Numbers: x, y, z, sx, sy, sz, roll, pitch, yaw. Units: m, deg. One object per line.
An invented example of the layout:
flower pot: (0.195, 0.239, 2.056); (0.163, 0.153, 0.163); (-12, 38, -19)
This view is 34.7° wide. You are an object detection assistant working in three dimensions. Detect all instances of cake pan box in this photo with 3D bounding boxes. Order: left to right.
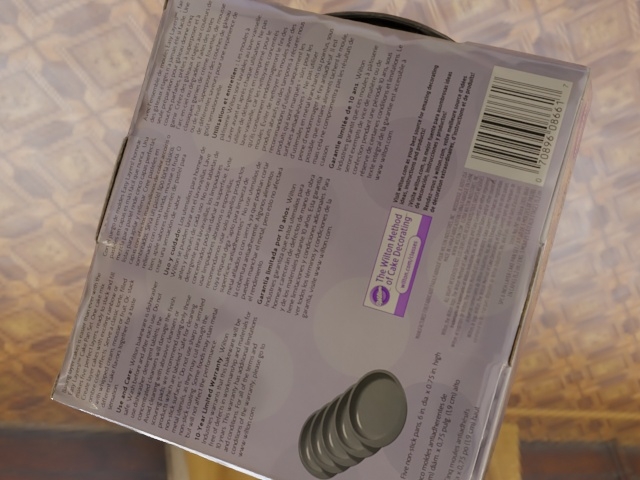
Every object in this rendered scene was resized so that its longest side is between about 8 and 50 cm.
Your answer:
cake pan box: (0.000, 0.000, 0.568); (0.245, 0.267, 0.070); (14, 177, 16)
